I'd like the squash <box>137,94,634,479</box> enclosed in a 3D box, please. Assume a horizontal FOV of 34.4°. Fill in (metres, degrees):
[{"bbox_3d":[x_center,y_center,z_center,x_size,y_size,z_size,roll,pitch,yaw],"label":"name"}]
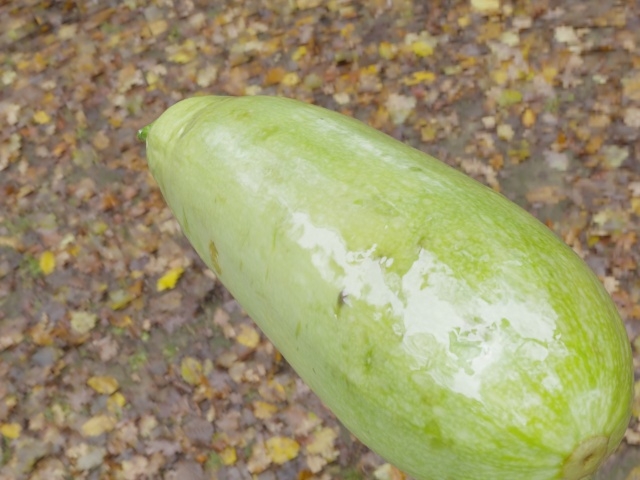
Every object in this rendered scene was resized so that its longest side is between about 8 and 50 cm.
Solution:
[{"bbox_3d":[0.004,-0.006,0.503,0.118,0.118,0.370,-34,39,-13],"label":"squash"}]
